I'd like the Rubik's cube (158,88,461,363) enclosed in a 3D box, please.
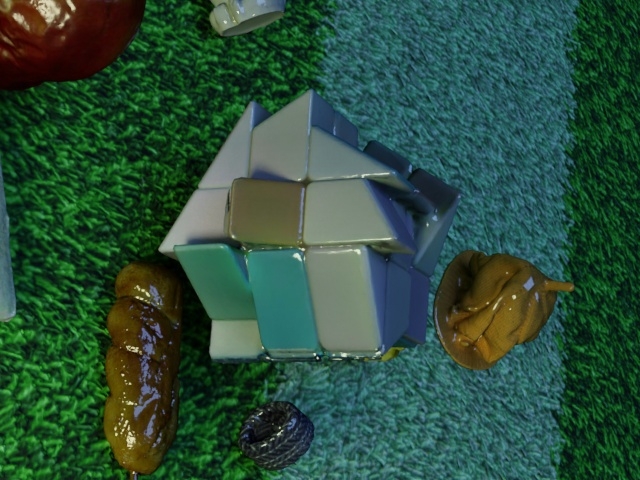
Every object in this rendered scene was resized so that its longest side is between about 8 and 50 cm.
[{"bbox_3d":[0.000,0.000,1.813,0.358,0.387,0.368,31,59,-63],"label":"Rubik's cube"}]

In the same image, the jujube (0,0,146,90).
[{"bbox_3d":[-0.365,-0.305,1.640,0.223,0.318,0.223,16,66,-41],"label":"jujube"}]

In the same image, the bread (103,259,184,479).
[{"bbox_3d":[-0.243,0.194,1.761,0.124,0.084,0.344,16,66,-38],"label":"bread"}]

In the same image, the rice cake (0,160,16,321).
[{"bbox_3d":[-0.451,-0.035,1.660,0.081,0.051,0.290,5,72,-52],"label":"rice cake"}]

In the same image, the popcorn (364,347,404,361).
[{"bbox_3d":[0.082,0.100,2.047,0.198,0.156,0.197,26,51,-38],"label":"popcorn"}]

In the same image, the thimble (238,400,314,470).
[{"bbox_3d":[-0.066,0.291,1.882,0.066,0.104,0.095,48,52,-32],"label":"thimble"}]

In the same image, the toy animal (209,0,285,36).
[{"bbox_3d":[-0.126,-0.434,2.048,0.179,0.127,0.193,-7,80,-47],"label":"toy animal"}]

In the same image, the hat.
[{"bbox_3d":[0.370,0.108,2.271,0.244,0.233,0.233,20,65,-37],"label":"hat"}]
